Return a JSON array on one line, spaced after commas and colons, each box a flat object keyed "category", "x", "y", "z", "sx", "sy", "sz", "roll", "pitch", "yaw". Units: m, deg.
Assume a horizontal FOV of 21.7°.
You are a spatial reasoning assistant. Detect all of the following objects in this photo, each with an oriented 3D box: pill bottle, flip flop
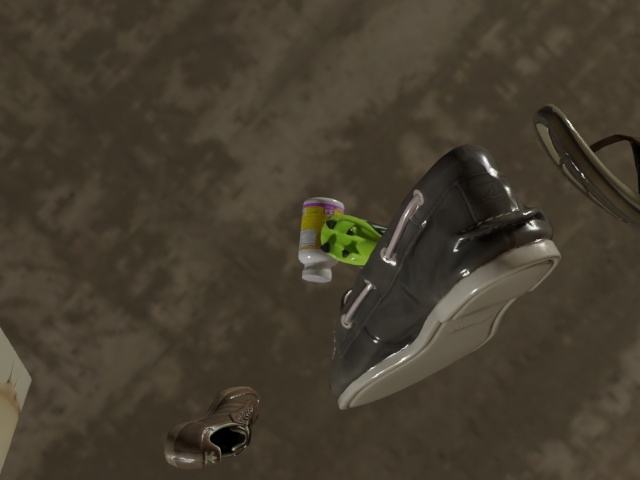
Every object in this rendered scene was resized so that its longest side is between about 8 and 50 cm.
[{"category": "pill bottle", "x": 0.000, "y": 0.000, "z": 1.734, "sx": 0.043, "sy": 0.043, "sz": 0.083, "roll": 148, "pitch": -50, "yaw": -68}, {"category": "flip flop", "x": 0.301, "y": -0.041, "z": 1.453, "sx": 0.080, "sy": 0.277, "sz": 0.112, "roll": -57, "pitch": -173, "yaw": 4}]

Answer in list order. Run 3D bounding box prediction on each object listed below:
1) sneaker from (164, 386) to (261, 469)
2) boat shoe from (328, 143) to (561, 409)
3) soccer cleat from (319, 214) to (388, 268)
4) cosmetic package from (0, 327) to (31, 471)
[{"category": "sneaker", "x": -0.105, "y": 0.225, "z": 1.944, "sx": 0.071, "sy": 0.066, "sz": 0.188, "roll": 8, "pitch": -160, "yaw": 27}, {"category": "boat shoe", "x": 0.076, "y": 0.033, "z": 1.212, "sx": 0.112, "sy": 0.095, "sz": 0.335, "roll": -17, "pitch": 165, "yaw": -23}, {"category": "soccer cleat", "x": 0.079, "y": 0.019, "z": 1.576, "sx": 0.072, "sy": 0.179, "sz": 0.060, "roll": -5, "pitch": 118, "yaw": -52}, {"category": "cosmetic package", "x": -0.371, "y": 0.203, "z": 1.466, "sx": 0.113, "sy": 0.160, "sz": 0.309, "roll": -2, "pitch": -130, "yaw": 18}]
